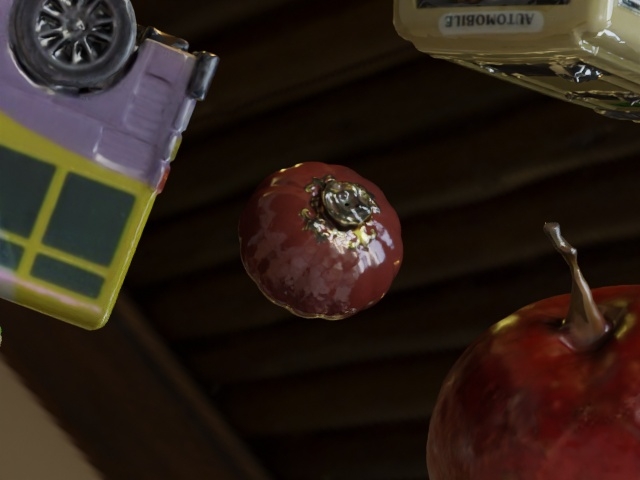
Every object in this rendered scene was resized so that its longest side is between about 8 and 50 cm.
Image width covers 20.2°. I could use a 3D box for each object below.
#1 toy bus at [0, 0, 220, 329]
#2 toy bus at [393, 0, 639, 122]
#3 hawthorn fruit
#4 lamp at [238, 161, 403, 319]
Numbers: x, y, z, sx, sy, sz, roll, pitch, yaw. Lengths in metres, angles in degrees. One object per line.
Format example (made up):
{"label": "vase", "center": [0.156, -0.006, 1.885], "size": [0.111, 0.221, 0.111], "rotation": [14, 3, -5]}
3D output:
{"label": "toy bus", "center": [-0.318, -0.111, 1.226], "size": [0.440, 0.249, 0.209], "rotation": [22, 1, -11]}
{"label": "toy bus", "center": [0.201, -0.180, 1.183], "size": [0.177, 0.365, 0.202], "rotation": [3, -93, 36]}
{"label": "hawthorn fruit", "center": [0.173, 0.110, 1.067], "size": [0.242, 0.242, 0.272], "rotation": [-9, -73, 37]}
{"label": "lamp", "center": [0.000, 0.000, 1.069], "size": [0.101, 0.101, 0.090], "rotation": [32, -39, 3]}
